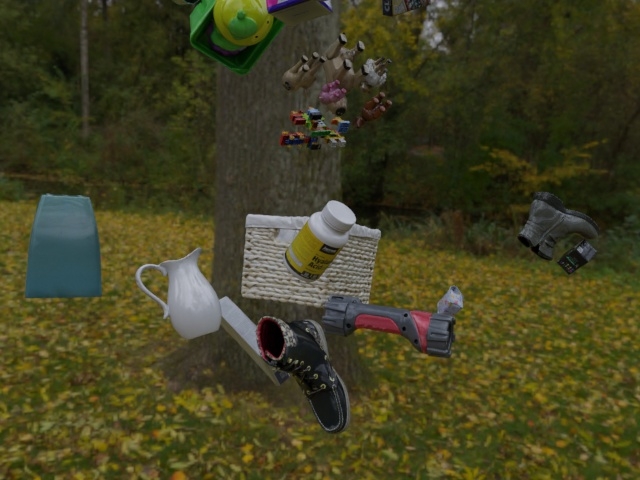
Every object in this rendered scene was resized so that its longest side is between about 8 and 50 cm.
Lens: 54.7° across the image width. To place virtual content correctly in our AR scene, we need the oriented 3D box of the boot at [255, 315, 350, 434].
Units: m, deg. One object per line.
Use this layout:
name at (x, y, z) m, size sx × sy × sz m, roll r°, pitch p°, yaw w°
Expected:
boot at (-0.036, 0.254, 1.173) m, size 0.085 × 0.236 × 0.178 m, roll -28°, pitch -24°, yaw 20°

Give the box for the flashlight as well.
flashlight at (0.153, 0.202, 1.430) m, size 0.304 × 0.103 × 0.103 m, roll 4°, pitch 25°, yaw 22°

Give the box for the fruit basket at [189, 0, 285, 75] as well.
fruit basket at (-0.218, -0.690, 1.886) m, size 0.392 × 0.392 × 0.283 m, roll 13°, pitch -6°, yaw 44°

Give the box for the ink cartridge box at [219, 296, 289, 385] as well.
ink cartridge box at (-0.254, 0.320, 2.111) m, size 0.071 × 0.324 × 0.330 m, roll -40°, pitch 64°, yaw -15°

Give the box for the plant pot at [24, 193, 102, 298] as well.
plant pot at (-0.616, 0.008, 1.486) m, size 0.165 × 0.234 × 0.165 m, roll 2°, pitch 4°, yaw -25°

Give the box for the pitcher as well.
pitcher at (-0.341, 0.140, 1.504) m, size 0.177 × 0.207 × 0.125 m, roll -16°, pitch -5°, yaw -25°

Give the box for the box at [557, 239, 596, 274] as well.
box at (0.729, 0.048, 1.760) m, size 0.062 × 0.052 × 0.083 m, roll -36°, pitch -12°, yaw -35°

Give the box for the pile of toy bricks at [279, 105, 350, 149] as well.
pile of toy bricks at (-0.025, -0.320, 1.694) m, size 0.212 × 0.118 × 0.105 m, roll -8°, pitch 44°, yaw -34°

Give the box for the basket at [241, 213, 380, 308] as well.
basket at (-0.031, 0.066, 1.936) m, size 0.328 × 0.267 × 0.331 m, roll 5°, pitch -4°, yaw 31°

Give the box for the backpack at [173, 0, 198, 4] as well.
backpack at (-0.477, -0.891, 2.082) m, size 0.144 × 0.166 × 0.188 m, roll 7°, pitch -26°, yaw 50°

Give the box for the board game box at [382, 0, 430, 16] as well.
board game box at (0.241, -0.770, 1.728) m, size 0.165 × 0.243 × 0.042 m, roll -27°, pitch 38°, yaw -31°

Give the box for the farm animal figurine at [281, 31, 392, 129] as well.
farm animal figurine at (0.042, -0.477, 1.872) m, size 0.330 × 0.327 × 0.172 m, roll 26°, pitch -37°, yaw -23°

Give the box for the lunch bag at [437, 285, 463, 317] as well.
lunch bag at (0.374, 0.179, 1.779) m, size 0.053 × 0.071 × 0.083 m, roll 24°, pitch 35°, yaw -10°

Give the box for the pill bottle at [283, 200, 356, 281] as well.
pill bottle at (0.000, 0.000, 0.888) m, size 0.065 × 0.116 × 0.065 m, roll 25°, pitch 33°, yaw -18°

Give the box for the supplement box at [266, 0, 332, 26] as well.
supplement box at (-0.057, -0.596, 1.335) m, size 0.111 × 0.220 × 0.114 m, roll -9°, pitch -1°, yaw 24°

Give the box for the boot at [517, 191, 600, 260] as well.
boot at (0.648, -0.014, 1.701) m, size 0.246 × 0.161 × 0.083 m, roll 27°, pitch -10°, yaw -21°
